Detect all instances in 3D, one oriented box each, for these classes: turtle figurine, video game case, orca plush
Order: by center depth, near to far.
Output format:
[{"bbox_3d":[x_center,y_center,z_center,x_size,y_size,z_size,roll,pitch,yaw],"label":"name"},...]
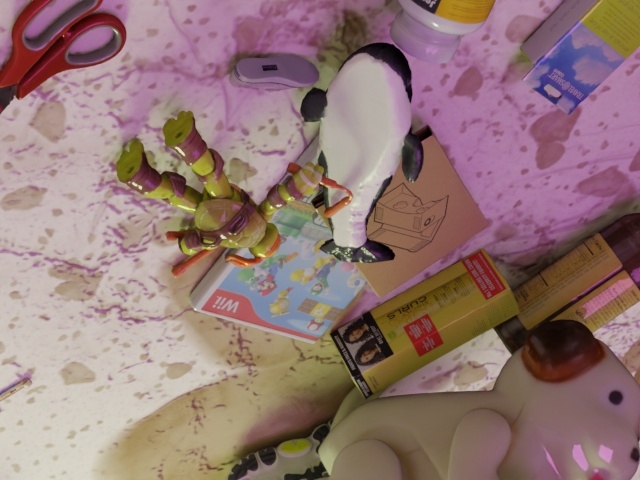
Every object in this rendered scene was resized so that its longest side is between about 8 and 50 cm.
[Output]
[{"bbox_3d":[-0.119,-0.033,1.647,0.269,0.087,0.217,-22,133,35],"label":"turtle figurine"},{"bbox_3d":[0.069,-0.105,1.665,0.102,0.151,0.287,-43,137,-41],"label":"orca plush"},{"bbox_3d":[0.000,0.000,1.816,0.204,0.025,0.285,19,120,-40],"label":"video game case"}]

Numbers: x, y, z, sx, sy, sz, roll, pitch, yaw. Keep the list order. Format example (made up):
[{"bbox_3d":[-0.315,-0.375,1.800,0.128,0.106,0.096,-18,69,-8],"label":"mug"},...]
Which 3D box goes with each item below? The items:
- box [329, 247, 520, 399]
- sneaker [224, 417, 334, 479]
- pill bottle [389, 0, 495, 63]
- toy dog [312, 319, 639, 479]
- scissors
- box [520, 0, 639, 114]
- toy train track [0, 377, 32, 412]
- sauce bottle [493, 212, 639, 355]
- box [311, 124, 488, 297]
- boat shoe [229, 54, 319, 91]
[{"bbox_3d":[0.134,0.107,1.951,0.232,0.087,0.058,-28,138,0],"label":"box"},{"bbox_3d":[-0.005,0.317,2.095,0.275,0.107,0.110,-11,155,-13],"label":"sneaker"},{"bbox_3d":[0.139,-0.278,1.556,0.103,0.103,0.184,1,130,-30],"label":"pill bottle"},{"bbox_3d":[0.220,0.280,1.903,0.408,0.395,0.284,-29,120,10],"label":"toy dog"},{"bbox_3d":[-0.320,-0.151,1.496,0.297,0.021,0.109,-35,141,8],"label":"scissors"},{"bbox_3d":[0.314,-0.237,1.740,0.178,0.042,0.109,-45,135,18],"label":"box"},{"bbox_3d":[-0.380,0.191,1.802,0.083,0.014,0.048,-32,139,2],"label":"toy train track"},{"bbox_3d":[0.388,0.042,2.007,0.344,0.111,0.111,-34,139,7],"label":"sauce bottle"},{"bbox_3d":[0.099,-0.032,1.804,0.164,0.021,0.201,-33,138,3],"label":"box"},{"bbox_3d":[-0.050,-0.174,1.612,0.100,0.035,0.035,-5,161,-30],"label":"boat shoe"}]
